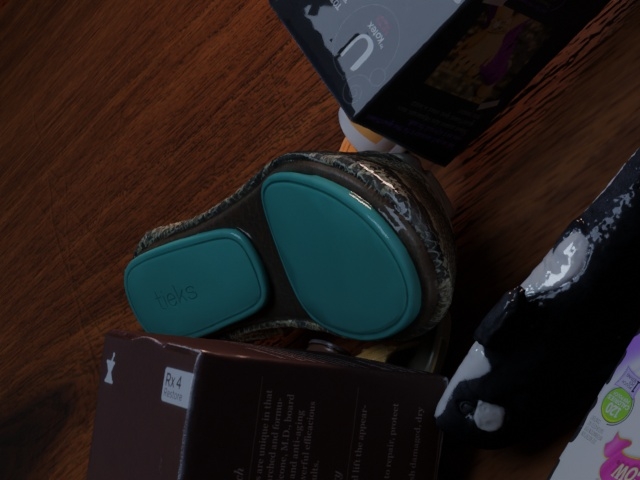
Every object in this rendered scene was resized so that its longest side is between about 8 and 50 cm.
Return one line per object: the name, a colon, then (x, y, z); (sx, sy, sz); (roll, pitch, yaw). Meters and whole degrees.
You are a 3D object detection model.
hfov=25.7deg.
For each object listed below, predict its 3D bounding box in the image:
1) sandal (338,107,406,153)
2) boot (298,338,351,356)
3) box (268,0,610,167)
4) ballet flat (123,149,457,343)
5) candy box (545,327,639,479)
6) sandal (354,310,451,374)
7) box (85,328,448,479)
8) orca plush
sandal: (0.082, -0.164, 1.308); (0.265, 0.076, 0.102); (-47, 29, 25)
boot: (-0.019, 0.146, 1.212); (0.106, 0.037, 0.114); (-34, 30, 64)
box: (0.119, -0.221, 1.153); (0.270, 0.143, 0.165); (-45, 54, 19)
ballet flat: (0.000, 0.000, 1.198); (0.182, 0.164, 0.483); (-26, 6, -32)
candy box: (0.230, 0.108, 0.771); (0.196, 0.070, 0.165); (-58, 27, 1)
sandal: (0.039, 0.116, 1.126); (0.180, 0.049, 0.072); (-43, 31, 31)
box: (-0.043, 0.161, 1.006); (0.168, 0.203, 0.167); (5, 87, 61)
orca plush: (0.198, 0.041, 0.923); (0.287, 0.102, 0.151); (-49, -18, 0)
